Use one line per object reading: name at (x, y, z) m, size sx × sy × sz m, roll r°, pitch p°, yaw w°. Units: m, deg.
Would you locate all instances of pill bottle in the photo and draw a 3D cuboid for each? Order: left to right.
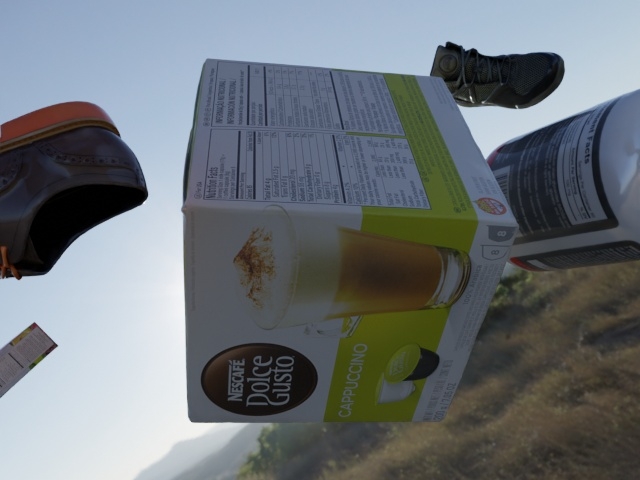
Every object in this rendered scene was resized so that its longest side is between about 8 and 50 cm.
pill bottle at (0.388, -0.075, 0.852) m, size 0.210 × 0.210 × 0.363 m, roll -32°, pitch 7°, yaw -25°

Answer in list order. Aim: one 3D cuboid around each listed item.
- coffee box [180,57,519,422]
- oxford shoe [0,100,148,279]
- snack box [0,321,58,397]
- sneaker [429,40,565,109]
coffee box at (0.000, 0.000, 0.849) m, size 0.335 × 0.338 × 0.337 m, roll 2°, pitch -51°, yaw -8°
oxford shoe at (-0.257, -0.008, 0.477) m, size 0.271 × 0.098 × 0.097 m, roll -32°, pitch -25°, yaw -18°
snack box at (-0.329, 0.143, 0.648) m, size 0.141 × 0.037 × 0.100 m, roll -32°, pitch 12°, yaw 43°
sneaker at (0.261, -0.261, 1.040) m, size 0.130 × 0.087 × 0.228 m, roll 10°, pitch 2°, yaw -37°
